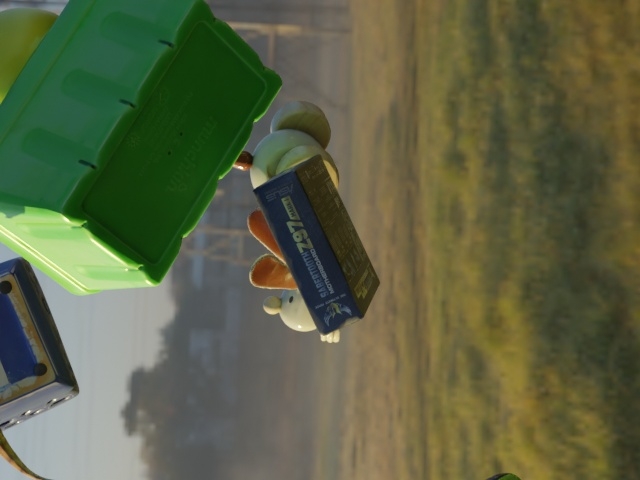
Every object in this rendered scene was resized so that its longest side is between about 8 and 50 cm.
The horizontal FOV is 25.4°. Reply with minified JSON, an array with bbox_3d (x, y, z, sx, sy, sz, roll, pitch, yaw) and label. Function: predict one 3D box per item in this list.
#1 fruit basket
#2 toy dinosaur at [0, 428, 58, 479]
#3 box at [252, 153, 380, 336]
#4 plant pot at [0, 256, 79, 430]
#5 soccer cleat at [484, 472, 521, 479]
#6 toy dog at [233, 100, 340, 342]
[{"bbox_3d":[-0.284,-0.151,1.675,0.283,0.392,0.392,42,-143,-41],"label":"fruit basket"},{"bbox_3d":[-0.364,0.201,1.537,0.211,0.064,0.112,56,149,-1],"label":"toy dinosaur"},{"bbox_3d":[0.000,0.000,1.659,0.183,0.059,0.233,64,-169,-5],"label":"box"},{"bbox_3d":[-0.486,0.162,2.033,0.236,0.236,0.212,67,166,1],"label":"plant pot"},{"bbox_3d":[0.103,0.264,1.235,0.060,0.179,0.072,52,166,-30],"label":"soccer cleat"},{"bbox_3d":[-0.063,-0.023,1.956,0.220,0.161,0.334,-117,26,-79],"label":"toy dog"}]
